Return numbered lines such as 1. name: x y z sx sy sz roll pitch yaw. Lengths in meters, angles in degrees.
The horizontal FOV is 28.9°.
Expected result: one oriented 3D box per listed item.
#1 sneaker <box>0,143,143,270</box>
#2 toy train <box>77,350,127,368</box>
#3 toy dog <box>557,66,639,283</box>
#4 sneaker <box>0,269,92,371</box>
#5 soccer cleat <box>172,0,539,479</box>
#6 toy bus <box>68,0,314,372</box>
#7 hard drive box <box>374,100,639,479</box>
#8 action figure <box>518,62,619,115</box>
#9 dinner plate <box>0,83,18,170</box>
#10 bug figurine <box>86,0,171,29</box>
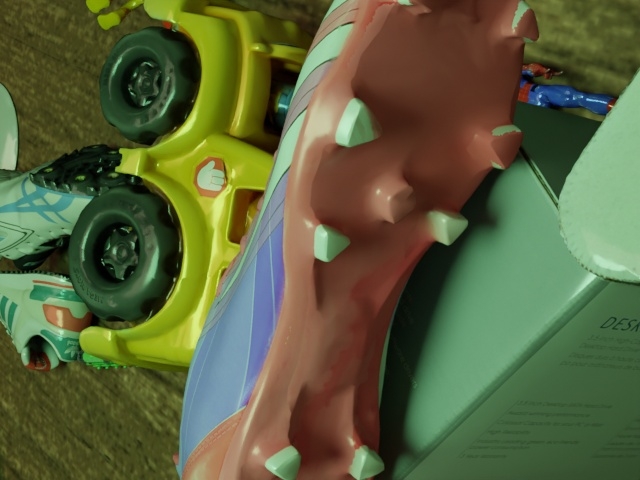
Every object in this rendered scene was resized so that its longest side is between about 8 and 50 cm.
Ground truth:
1. sneaker: -0.210 -0.022 0.967 0.237 0.085 0.086 -5 108 45
2. toy train: -0.152 0.085 0.917 0.083 0.024 0.017 -9 78 48
3. toy dog: 0.189 -0.006 0.404 0.161 0.220 0.333 -54 45 47
4. sneaker: -0.236 0.065 0.991 0.161 0.057 0.075 -3 77 46
5. soccer cleat: 0.000 0.000 0.440 0.095 0.083 0.248 33 112 52
6. toy bus: -0.014 -0.023 0.695 0.211 0.149 0.220 8 89 36
7. hard drive box: 0.081 0.063 0.533 0.232 0.181 0.089 -50 50 32
8. action figure: 0.114 -0.069 0.628 0.115 0.030 0.038 29 112 49
9. dinner plate: -0.315 -0.077 1.133 0.141 0.017 0.141 -8 79 47
10. bug figurine: -0.063 -0.221 0.759 0.279 0.072 0.216 -1 124 46
